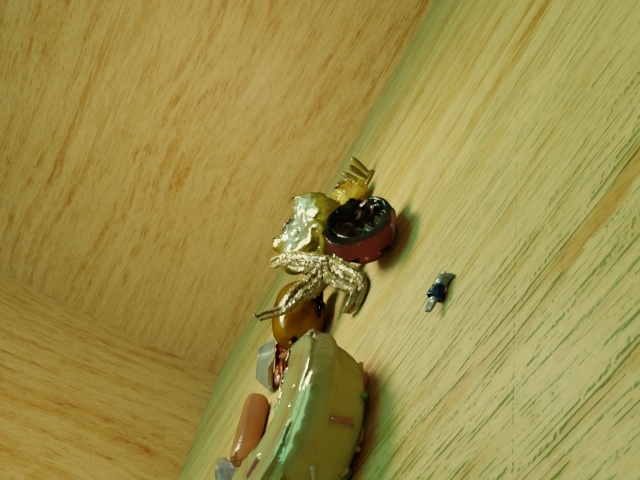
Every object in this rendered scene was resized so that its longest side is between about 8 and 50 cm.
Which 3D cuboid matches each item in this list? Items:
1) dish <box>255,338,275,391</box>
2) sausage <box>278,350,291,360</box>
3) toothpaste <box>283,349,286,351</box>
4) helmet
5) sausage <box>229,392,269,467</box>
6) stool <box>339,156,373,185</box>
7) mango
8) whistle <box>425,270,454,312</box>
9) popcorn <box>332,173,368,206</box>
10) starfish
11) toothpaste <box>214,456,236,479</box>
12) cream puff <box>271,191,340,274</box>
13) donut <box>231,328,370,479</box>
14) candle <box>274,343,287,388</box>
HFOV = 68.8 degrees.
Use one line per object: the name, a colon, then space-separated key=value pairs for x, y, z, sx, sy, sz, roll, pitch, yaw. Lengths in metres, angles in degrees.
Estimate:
dish: x=-0.203 y=0.457 z=1.716 sx=0.234 sy=0.064 sz=0.153 roll=-175 pitch=90 yaw=-83
sausage: x=-0.092 y=0.375 z=1.565 sx=0.047 sy=0.040 sz=0.177 roll=-21 pitch=-14 yaw=-29
toothpaste: x=-0.074 y=0.312 z=1.708 sx=0.218 sy=0.041 sz=0.064 roll=-59 pitch=20 yaw=-1
helmet: x=0.112 y=-0.013 z=1.226 sx=0.199 sy=0.154 sz=0.253 roll=-19 pitch=32 yaw=9
sausage: x=-0.224 y=0.601 z=1.495 sx=0.086 sy=0.086 sz=0.289 roll=-59 pitch=9 yaw=23
stool: x=0.152 y=-0.274 z=1.979 sx=0.135 sy=0.111 sz=0.134 roll=-65 pitch=9 yaw=-10
mango: x=-0.071 y=0.238 z=1.472 sx=0.287 sy=0.153 sz=0.201 roll=-97 pitch=25 yaw=-66
whistle: x=0.198 y=0.086 z=0.786 sx=0.033 sy=0.029 sz=0.083 roll=-13 pitch=40 yaw=59
popcorn: x=0.117 y=-0.177 z=1.818 sx=0.148 sy=0.152 sz=0.167 roll=-41 pitch=21 yaw=8
starfish: x=-0.029 y=0.122 z=1.379 sx=0.432 sy=0.082 sz=0.323 roll=-10 pitch=36 yaw=31
toothpaste: x=-0.299 y=0.776 z=1.511 sx=0.282 sy=0.069 sz=0.099 roll=178 pitch=90 yaw=-70
cream puff: x=0.006 y=-0.003 z=1.696 sx=0.274 sy=0.270 sz=0.323 roll=47 pitch=114 yaw=45
donut: x=-0.031 y=0.357 z=0.873 sx=0.370 sy=0.150 sz=0.307 roll=-64 pitch=9 yaw=-16
candle: x=-0.141 y=0.435 z=1.680 sx=0.329 sy=0.048 sz=0.051 roll=-113 pitch=35 yaw=-79
